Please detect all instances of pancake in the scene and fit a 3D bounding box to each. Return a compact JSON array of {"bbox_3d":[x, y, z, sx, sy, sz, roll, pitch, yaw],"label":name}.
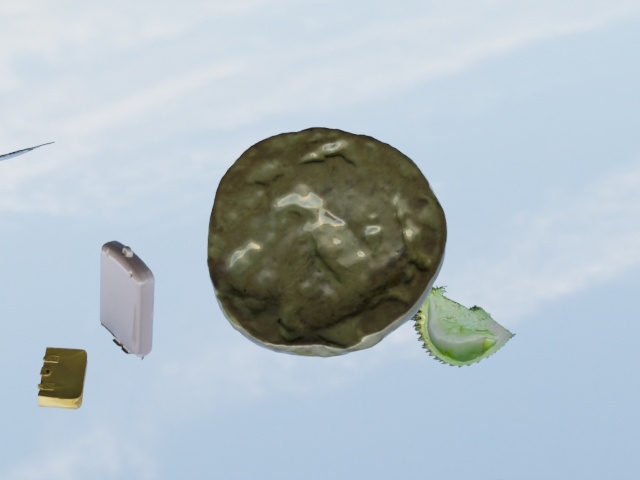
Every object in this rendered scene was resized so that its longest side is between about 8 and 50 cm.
[{"bbox_3d":[0.000,0.000,1.404,0.242,0.242,0.050,-15,167,-7],"label":"pancake"}]

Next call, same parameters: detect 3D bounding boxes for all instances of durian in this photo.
[{"bbox_3d":[0.182,0.113,2.070,0.100,0.215,0.086,-47,-147,21],"label":"durian"}]

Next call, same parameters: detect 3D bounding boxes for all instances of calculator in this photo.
[{"bbox_3d":[-0.258,0.078,1.919,0.032,0.175,0.100,-24,-133,-35],"label":"calculator"}]

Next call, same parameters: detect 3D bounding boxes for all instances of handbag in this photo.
[{"bbox_3d":[-0.343,0.182,1.921,0.061,0.027,0.083,4,-129,-5],"label":"handbag"}]

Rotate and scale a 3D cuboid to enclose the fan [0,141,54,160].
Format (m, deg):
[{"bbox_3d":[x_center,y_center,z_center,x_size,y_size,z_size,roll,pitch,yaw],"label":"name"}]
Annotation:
[{"bbox_3d":[-0.475,-0.108,2.022,0.152,0.008,0.227,-20,-174,-34],"label":"fan"}]
